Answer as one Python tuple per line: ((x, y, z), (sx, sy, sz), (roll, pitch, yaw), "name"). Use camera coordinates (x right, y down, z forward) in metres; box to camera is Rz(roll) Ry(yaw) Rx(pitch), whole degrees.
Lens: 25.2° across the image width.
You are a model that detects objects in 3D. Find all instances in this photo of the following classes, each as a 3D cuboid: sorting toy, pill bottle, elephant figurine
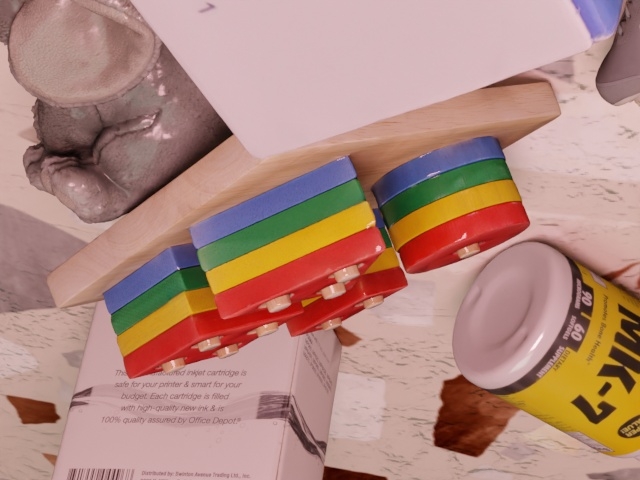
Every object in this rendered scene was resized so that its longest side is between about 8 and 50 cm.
((0.000, 0.000, 0.931), (0.257, 0.089, 0.255), (-11, 166, -43), "sorting toy")
((0.215, 0.096, 1.110), (0.208, 0.119, 0.119), (29, 143, -26), "pill bottle")
((-0.142, -0.137, 0.836), (0.186, 0.169, 0.239), (-32, 136, -14), "elephant figurine")

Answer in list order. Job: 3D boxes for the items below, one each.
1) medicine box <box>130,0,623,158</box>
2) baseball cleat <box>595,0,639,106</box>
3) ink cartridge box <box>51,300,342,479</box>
((-0.002, -0.229, 0.501), (0.149, 0.289, 0.263), (-15, 129, 32), "medicine box")
((0.192, -0.160, 0.798), (0.109, 0.072, 0.206), (31, 139, -6), "baseball cleat")
((-0.104, 0.177, 1.186), (0.197, 0.273, 0.114), (-2, 148, 18), "ink cartridge box")
